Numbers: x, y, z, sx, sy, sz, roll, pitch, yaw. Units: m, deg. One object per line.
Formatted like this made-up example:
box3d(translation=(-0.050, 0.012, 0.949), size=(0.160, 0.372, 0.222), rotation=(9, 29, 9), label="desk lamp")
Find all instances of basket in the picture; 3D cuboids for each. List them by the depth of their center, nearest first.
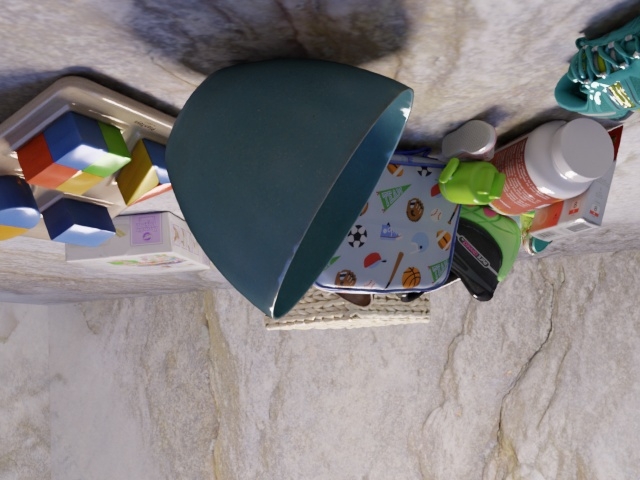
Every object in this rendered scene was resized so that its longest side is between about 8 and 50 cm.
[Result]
box3d(translation=(0.060, 0.081, 1.907), size=(0.328, 0.266, 0.331), rotation=(-11, 167, 43), label="basket")

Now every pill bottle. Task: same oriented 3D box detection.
box3d(translation=(0.349, -0.115, 1.200), size=(0.121, 0.121, 0.216), rotation=(-1, 172, -18), label="pill bottle")

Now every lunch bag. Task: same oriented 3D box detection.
box3d(translation=(0.095, -0.038, 1.253), size=(0.304, 0.243, 0.115), rotation=(1, -170, -32), label="lunch bag")

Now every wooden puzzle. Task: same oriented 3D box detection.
box3d(translation=(-0.330, -0.071, 1.032), size=(0.348, 0.080, 0.322), rotation=(-26, 164, 19), label="wooden puzzle")

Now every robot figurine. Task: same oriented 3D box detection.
box3d(translation=(0.231, -0.089, 1.193), size=(0.101, 0.067, 0.115), rotation=(14, 176, -32), label="robot figurine")

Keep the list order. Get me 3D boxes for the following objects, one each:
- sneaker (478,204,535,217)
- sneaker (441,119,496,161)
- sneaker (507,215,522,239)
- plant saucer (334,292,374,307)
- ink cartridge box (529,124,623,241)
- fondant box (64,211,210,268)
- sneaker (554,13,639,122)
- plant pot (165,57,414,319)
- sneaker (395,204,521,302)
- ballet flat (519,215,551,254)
box3d(translation=(0.328, -0.098, 1.463), size=(0.124, 0.109, 0.296), rotation=(30, 163, -20), label="sneaker")
box3d(translation=(0.244, -0.149, 1.160), size=(0.070, 0.050, 0.134), rotation=(2, 177, -19), label="sneaker")
box3d(translation=(0.287, -0.037, 1.653), size=(0.366, 0.135, 0.150), rotation=(-6, 176, 11), label="sneaker")
box3d(translation=(0.000, 0.000, 1.464), size=(0.050, 0.310, 0.310), rotation=(-42, -178, -16), label="plant saucer")
box3d(translation=(0.414, -0.096, 1.250), size=(0.045, 0.179, 0.145), rotation=(20, 165, -14), label="ink cartridge box")
box3d(translation=(-0.414, 0.015, 1.798), size=(0.239, 0.096, 0.330), rotation=(-5, 172, 6), label="fondant box")
box3d(translation=(0.324, -0.184, 0.822), size=(0.110, 0.106, 0.275), rotation=(5, 172, 4), label="sneaker")
box3d(translation=(-0.054, -0.085, 0.856), size=(0.196, 0.290, 0.290), rotation=(31, 176, 9), label="plant pot")
box3d(translation=(0.140, 0.010, 1.480), size=(0.483, 0.202, 0.185), rotation=(10, 173, 43), label="sneaker")
box3d(translation=(0.435, -0.053, 1.494), size=(0.077, 0.091, 0.241), rotation=(14, -138, 39), label="ballet flat")
